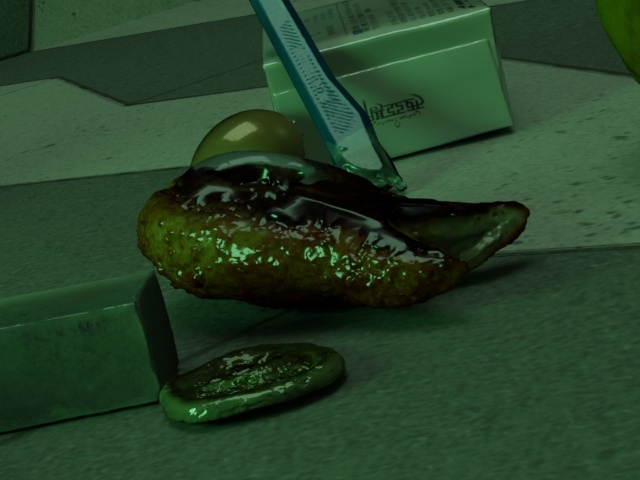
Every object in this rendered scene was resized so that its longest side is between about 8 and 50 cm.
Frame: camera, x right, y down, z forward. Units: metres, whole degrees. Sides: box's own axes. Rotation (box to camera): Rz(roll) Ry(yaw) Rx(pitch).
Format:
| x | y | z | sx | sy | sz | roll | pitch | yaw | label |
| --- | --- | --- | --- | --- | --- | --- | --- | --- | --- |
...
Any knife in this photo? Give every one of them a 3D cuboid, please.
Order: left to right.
| x | y | z | sx | sy | sz | roll | pitch | yaw | label |
| --- | --- | --- | --- | --- | --- | --- | --- | --- | --- |
| -0.008 | -0.143 | 1.349 | 0.044 | 0.026 | 0.296 | -28 | 58 | 2 | knife |

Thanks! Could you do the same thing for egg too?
| x | y | z | sx | sy | sz | roll | pitch | yaw | label |
| --- | --- | --- | --- | --- | --- | --- | --- | --- | --- |
| -0.062 | -0.066 | 1.346 | 0.096 | 0.080 | 0.080 | -18 | 14 | -28 | egg |

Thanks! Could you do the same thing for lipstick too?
| x | y | z | sx | sy | sz | roll | pitch | yaw | label |
| --- | --- | --- | --- | --- | --- | --- | --- | --- | --- |
| -0.247 | 0.085 | 0.961 | 0.317 | 0.066 | 0.068 | -11 | 14 | 8 | lipstick |

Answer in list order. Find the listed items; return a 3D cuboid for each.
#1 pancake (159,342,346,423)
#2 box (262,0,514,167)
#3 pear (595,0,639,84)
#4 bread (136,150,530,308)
| x | y | z | sx | sy | sz | roll | pitch | yaw | label |
| --- | --- | --- | --- | --- | --- | --- | --- | --- | --- |
| -0.039 | 0.077 | 0.898 | 0.108 | 0.017 | 0.108 | -13 | 10 | 2 | pancake |
| 0.055 | -0.157 | 1.510 | 0.203 | 0.116 | 0.274 | -14 | 15 | 1 | box |
| 0.355 | -0.213 | 1.134 | 0.304 | 0.304 | 0.304 | -13 | 14 | 3 | pear |
| -0.007 | 0.002 | 1.035 | 0.269 | 0.095 | 0.139 | 13 | 29 | 31 | bread |
